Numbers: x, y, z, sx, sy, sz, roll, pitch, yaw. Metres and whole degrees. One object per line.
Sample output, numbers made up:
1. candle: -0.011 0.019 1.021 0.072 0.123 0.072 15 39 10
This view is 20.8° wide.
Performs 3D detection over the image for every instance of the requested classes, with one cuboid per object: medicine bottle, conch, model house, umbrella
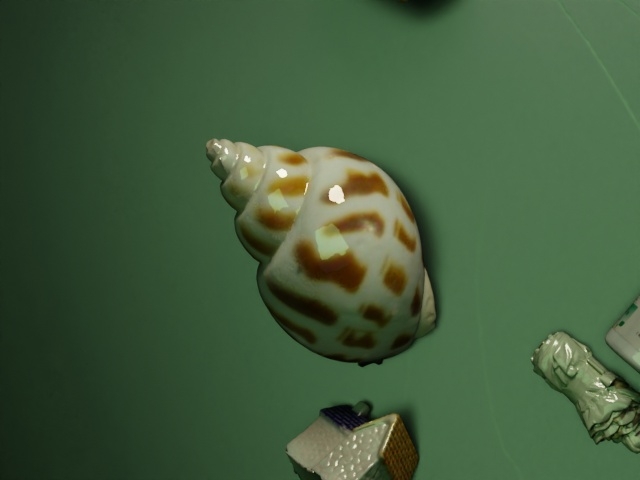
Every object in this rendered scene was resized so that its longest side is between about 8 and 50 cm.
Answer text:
1. medicine bottle: 0.340 0.071 1.664 0.080 0.080 0.130 40 95 9
2. conch: 0.000 0.000 1.694 0.275 0.149 0.183 43 92 6
3. model house: 0.037 0.216 1.725 0.100 0.088 0.100 -45 47 -16
4. umbrella: 0.266 0.148 1.687 0.067 0.062 0.143 -35 74 -23
